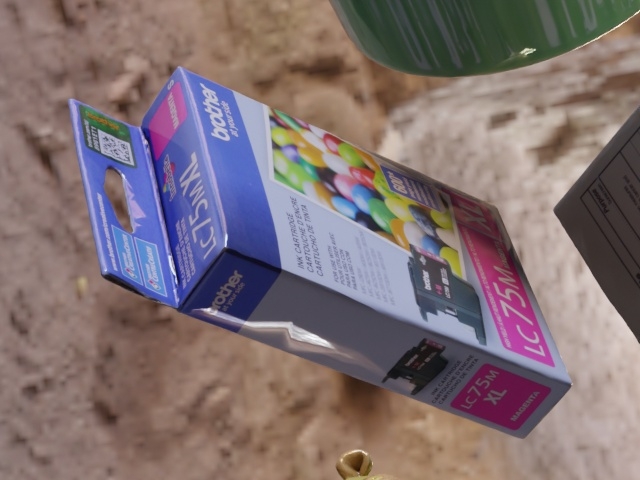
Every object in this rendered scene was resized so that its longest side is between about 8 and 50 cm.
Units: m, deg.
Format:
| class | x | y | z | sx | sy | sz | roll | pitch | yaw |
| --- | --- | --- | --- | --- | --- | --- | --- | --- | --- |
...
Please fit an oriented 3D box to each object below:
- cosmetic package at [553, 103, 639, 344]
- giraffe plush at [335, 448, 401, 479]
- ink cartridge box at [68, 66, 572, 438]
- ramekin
| class | x | y | z | sx | sy | sz | roll | pitch | yaw |
| --- | --- | --- | --- | --- | --- | --- | --- | --- | --- |
| cosmetic package | 0.303 | -0.063 | 1.189 | 0.129 | 0.296 | 0.153 | -9 | 59 | -40 |
| giraffe plush | 0.031 | 0.289 | 1.752 | 0.170 | 0.210 | 0.181 | -31 | 107 | -29 |
| ink cartridge box | 0.000 | 0.000 | 1.134 | 0.311 | 0.065 | 0.186 | 20 | 31 | -27 |
| ramekin | 0.123 | -0.251 | 1.325 | 0.303 | 0.303 | 0.148 | -77 | 150 | -49 |
